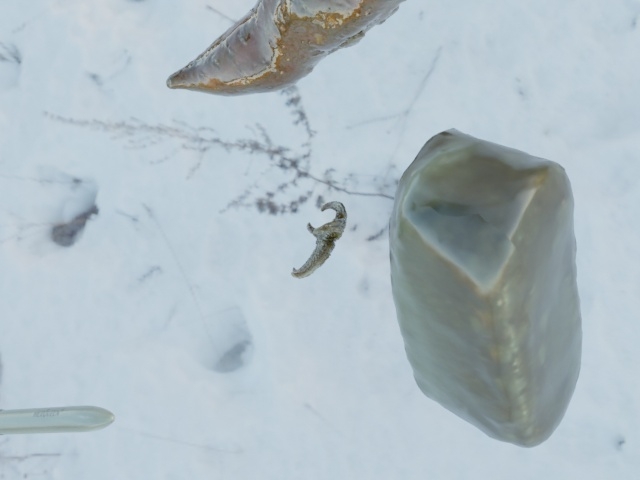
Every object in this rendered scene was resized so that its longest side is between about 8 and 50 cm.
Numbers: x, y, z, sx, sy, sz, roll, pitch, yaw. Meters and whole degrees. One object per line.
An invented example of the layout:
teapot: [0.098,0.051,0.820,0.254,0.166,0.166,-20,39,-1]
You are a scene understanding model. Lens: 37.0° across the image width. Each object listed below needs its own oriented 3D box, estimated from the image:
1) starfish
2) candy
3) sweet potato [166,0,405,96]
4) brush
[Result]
starfish: [0.000,0.000,0.806,0.078,0.028,0.091,-53,7,49]
candy: [0.116,0.037,0.655,0.104,0.234,0.102,24,57,37]
sweet potato: [-0.001,-0.213,0.873,0.355,0.106,0.095,-23,80,43]
brush: [-0.273,0.164,0.852,0.299,0.039,0.042,-9,79,40]
